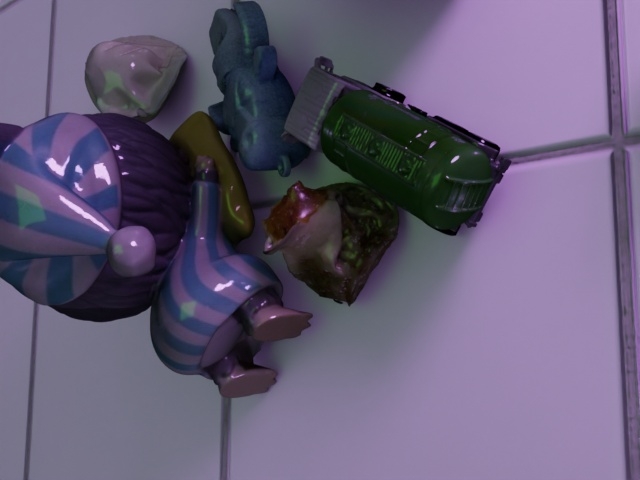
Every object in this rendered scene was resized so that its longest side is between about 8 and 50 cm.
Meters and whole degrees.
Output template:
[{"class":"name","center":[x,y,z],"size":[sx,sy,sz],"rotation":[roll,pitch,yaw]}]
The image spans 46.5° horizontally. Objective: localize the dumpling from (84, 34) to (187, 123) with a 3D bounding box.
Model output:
[{"class":"dumpling","center":[-0.261,-0.238,1.067],"size":[0.155,0.111,0.181],"rotation":[-19,76,6]}]

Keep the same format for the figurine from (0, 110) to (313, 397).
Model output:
[{"class":"figurine","center":[-0.265,0.025,0.824],"size":[0.361,0.378,0.266],"rotation":[51,131,32]}]

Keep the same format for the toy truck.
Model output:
[{"class":"toy truck","center":[0.068,-0.090,0.725],"size":[0.242,0.125,0.101],"rotation":[38,110,40]}]

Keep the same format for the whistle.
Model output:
[{"class":"whistle","center":[-0.084,-0.180,0.897],"size":[0.269,0.093,0.180],"rotation":[63,148,30]}]

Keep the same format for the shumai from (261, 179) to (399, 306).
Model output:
[{"class":"shumai","center":[-0.003,-0.002,0.780],"size":[0.145,0.116,0.145],"rotation":[-6,81,40]}]
